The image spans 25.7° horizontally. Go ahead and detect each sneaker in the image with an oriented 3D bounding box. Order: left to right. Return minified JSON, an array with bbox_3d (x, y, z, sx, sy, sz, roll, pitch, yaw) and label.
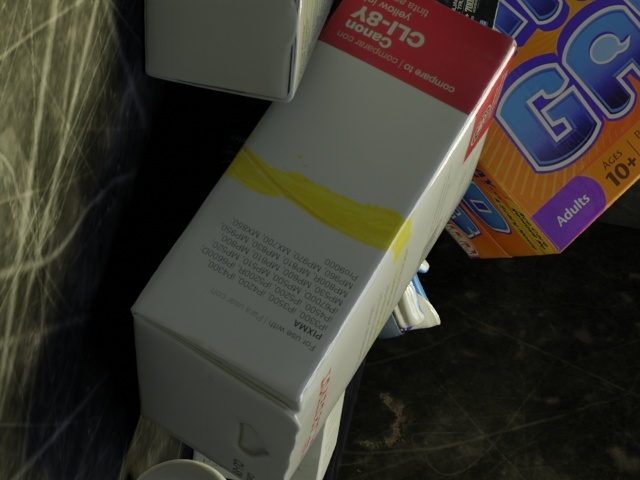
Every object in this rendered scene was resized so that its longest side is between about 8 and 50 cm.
[{"bbox_3d":[-0.055,-0.123,1.375,0.106,0.101,0.267,-46,145,-74],"label":"sneaker"},{"bbox_3d":[0.063,0.149,2.192,0.130,0.236,0.323,-56,156,-73],"label":"sneaker"}]

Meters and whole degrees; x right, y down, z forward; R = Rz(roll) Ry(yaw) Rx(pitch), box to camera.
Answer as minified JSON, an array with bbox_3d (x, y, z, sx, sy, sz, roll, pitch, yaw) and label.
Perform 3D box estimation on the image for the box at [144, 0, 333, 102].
[{"bbox_3d":[-0.043,-0.259,1.159,0.311,0.121,0.148,-71,170,-53],"label":"box"}]

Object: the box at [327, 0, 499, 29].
[{"bbox_3d":[0.100,-0.268,1.361,0.077,0.147,0.180,180,-76,-75],"label":"box"}]

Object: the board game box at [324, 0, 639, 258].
[{"bbox_3d":[0.229,-0.227,1.607,0.356,0.356,0.356,-42,-175,-7],"label":"board game box"}]

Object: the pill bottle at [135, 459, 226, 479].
[{"bbox_3d":[-0.130,0.296,1.350,0.180,0.108,0.108,91,11,-55],"label":"pill bottle"}]

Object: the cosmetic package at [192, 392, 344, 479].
[{"bbox_3d":[-0.052,0.173,1.633,0.151,0.151,0.184,-57,156,-72],"label":"cosmetic package"}]

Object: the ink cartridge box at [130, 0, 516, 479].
[{"bbox_3d":[0.000,0.000,1.240,0.385,0.160,0.279,-58,171,-24],"label":"ink cartridge box"}]
